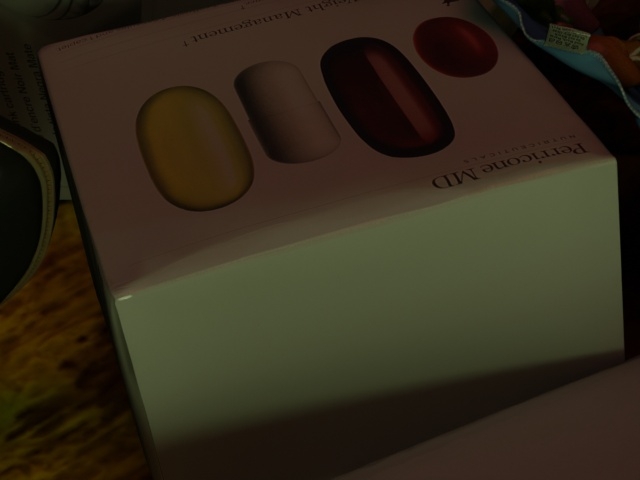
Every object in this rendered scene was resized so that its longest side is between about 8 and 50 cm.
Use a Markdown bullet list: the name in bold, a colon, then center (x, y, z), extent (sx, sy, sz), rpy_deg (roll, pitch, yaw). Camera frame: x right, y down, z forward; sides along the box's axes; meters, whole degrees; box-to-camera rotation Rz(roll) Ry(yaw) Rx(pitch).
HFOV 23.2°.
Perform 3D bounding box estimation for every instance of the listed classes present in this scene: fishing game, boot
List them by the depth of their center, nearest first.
- **boot**: center (-0.176, 0.050, 0.638), extent (0.077, 0.198, 0.137), rpy_deg (27, 41, -14)
- **fishing game**: center (0.130, -0.093, 0.698), extent (0.264, 0.041, 0.189), rpy_deg (37, 17, 3)

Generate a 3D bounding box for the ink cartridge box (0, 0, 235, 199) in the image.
- **ink cartridge box**: center (-0.135, -0.112, 0.784), extent (0.224, 0.223, 0.045), rpy_deg (3, 43, 17)

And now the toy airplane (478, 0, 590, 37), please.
- **toy airplane**: center (0.205, -0.305, 0.834), extent (0.386, 0.384, 0.272), rpy_deg (-29, 51, -22)

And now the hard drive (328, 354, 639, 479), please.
- **hard drive**: center (0.121, 0.114, 0.486), extent (0.353, 0.047, 0.233), rpy_deg (-17, 26, -30)

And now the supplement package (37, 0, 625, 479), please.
- **supplement package**: center (0.000, 0.000, 0.664), extent (0.194, 0.149, 0.203), rpy_deg (-16, 36, -9)
